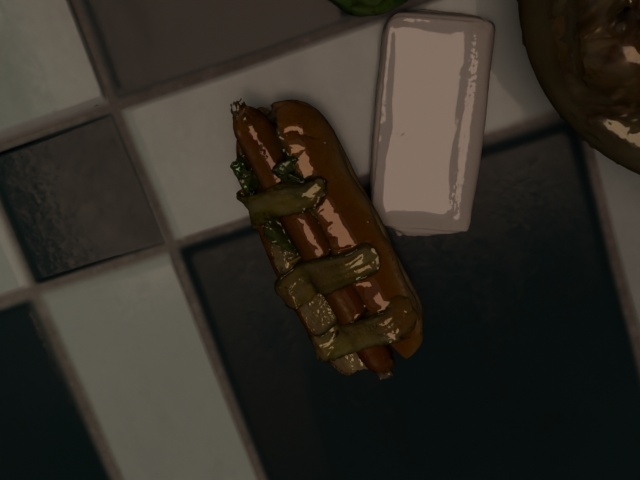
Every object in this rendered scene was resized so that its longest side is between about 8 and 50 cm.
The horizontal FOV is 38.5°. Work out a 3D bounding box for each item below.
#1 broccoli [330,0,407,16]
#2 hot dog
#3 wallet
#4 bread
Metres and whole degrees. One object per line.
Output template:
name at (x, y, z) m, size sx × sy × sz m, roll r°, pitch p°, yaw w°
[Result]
broccoli at (-0.020, -0.274, 0.611) m, size 0.297 × 0.297 × 0.297 m, roll -31°, pitch 125°, yaw 8°
hot dog at (0.000, 0.000, 0.762) m, size 0.109 × 0.072 × 0.269 m, roll -21°, pitch 105°, yaw 31°
wallet at (0.090, -0.094, 0.765) m, size 0.095 × 0.033 × 0.190 m, roll 6°, pitch 105°, yaw 0°
bread at (0.245, -0.164, 0.675) m, size 0.192 × 0.171 × 0.314 m, roll -21°, pitch 104°, yaw 8°
